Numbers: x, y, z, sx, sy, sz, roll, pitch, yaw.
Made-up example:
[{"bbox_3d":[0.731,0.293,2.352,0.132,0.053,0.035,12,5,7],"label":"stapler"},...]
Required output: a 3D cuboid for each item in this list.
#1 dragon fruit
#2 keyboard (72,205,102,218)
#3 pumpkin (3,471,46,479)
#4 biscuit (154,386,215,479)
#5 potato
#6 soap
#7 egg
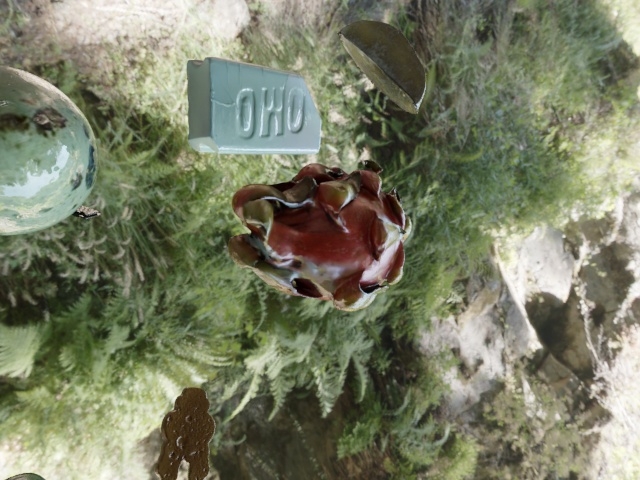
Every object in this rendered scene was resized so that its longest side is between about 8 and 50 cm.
[{"bbox_3d":[0.003,-0.012,0.652,0.228,0.307,0.243,-35,-152,33],"label":"dragon fruit"},{"bbox_3d":[-0.586,-0.089,0.913,0.074,0.197,0.015,-81,-167,-74],"label":"keyboard"},{"bbox_3d":[-0.659,0.704,0.917,0.197,0.292,0.263,1,-169,25],"label":"pumpkin"},{"bbox_3d":[-0.433,0.635,1.366,0.044,0.186,0.295,-30,-135,43],"label":"biscuit"},{"bbox_3d":[0.167,-0.410,0.971,0.100,0.261,0.120,-44,173,6],"label":"potato"},{"bbox_3d":[-0.127,-0.267,0.868,0.095,0.172,0.290,16,-161,42],"label":"soap"},{"bbox_3d":[-0.536,-0.149,0.714,0.380,0.287,0.288,13,-148,41],"label":"egg"}]
